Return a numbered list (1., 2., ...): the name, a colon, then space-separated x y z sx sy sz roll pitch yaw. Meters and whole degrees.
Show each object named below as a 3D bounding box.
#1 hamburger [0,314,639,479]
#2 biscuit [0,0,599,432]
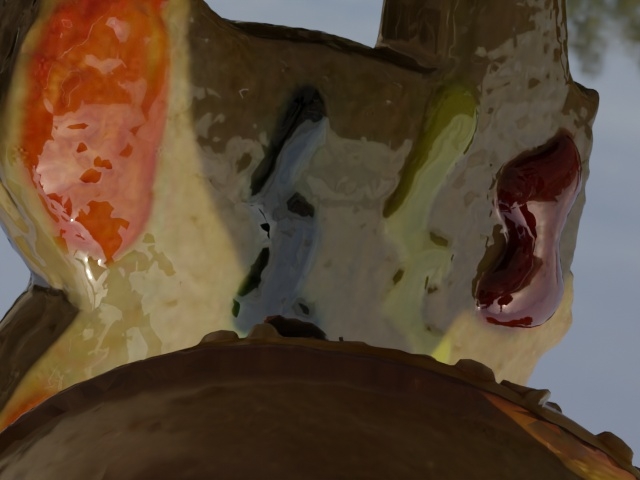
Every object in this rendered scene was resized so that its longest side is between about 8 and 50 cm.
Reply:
1. hamburger: -0.004 0.130 0.416 0.237 0.237 0.147 12 -169 9
2. biscuit: 0.000 0.000 0.899 0.394 0.368 0.076 -2 -165 -43
